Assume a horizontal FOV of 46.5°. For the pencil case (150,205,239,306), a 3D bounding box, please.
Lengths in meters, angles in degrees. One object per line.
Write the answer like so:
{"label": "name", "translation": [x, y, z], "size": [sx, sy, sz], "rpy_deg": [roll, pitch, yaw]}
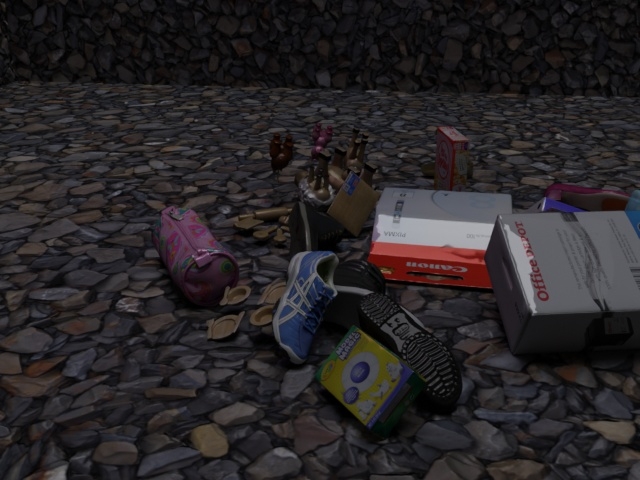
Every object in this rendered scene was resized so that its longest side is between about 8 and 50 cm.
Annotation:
{"label": "pencil case", "translation": [-0.258, 0.024, 1.496], "size": [0.124, 0.124, 0.284], "rpy_deg": [-9, 25, -22]}

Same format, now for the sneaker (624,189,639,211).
{"label": "sneaker", "translation": [0.868, -0.081, 1.739], "size": [0.365, 0.150, 0.135], "rpy_deg": [-10, 25, -24]}

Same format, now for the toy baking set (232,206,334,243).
{"label": "toy baking set", "translation": [-0.075, -0.035, 1.776], "size": [0.256, 0.030, 0.197], "rpy_deg": [-10, 27, -24]}

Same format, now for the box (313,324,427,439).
{"label": "box", "translation": [0.064, 0.199, 1.100], "size": [0.043, 0.105, 0.179], "rpy_deg": [41, -5, -35]}

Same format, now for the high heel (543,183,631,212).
{"label": "high heel", "translation": [0.694, -0.109, 1.901], "size": [0.243, 0.082, 0.117], "rpy_deg": [-2, 28, 29]}

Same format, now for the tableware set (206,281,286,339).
{"label": "tableware set", "translation": [-0.123, 0.119, 1.324], "size": [0.168, 0.020, 0.141], "rpy_deg": [-12, 29, 17]}

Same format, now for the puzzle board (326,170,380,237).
{"label": "puzzle board", "translation": [0.077, -0.085, 1.748], "size": [0.011, 0.096, 0.128], "rpy_deg": [-16, 40, 59]}

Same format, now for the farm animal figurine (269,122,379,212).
{"label": "farm animal figurine", "translation": [0.028, -0.161, 1.926], "size": [0.330, 0.172, 0.327], "rpy_deg": [-7, 35, -33]}

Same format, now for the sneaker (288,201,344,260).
{"label": "sneaker", "translation": [0.000, 0.000, 1.618], "size": [0.118, 0.083, 0.222], "rpy_deg": [20, 33, -18]}

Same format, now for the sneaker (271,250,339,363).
{"label": "sneaker", "translation": [-0.022, 0.103, 1.246], "size": [0.081, 0.080, 0.211], "rpy_deg": [-16, 52, 37]}

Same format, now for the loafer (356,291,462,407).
{"label": "loafer", "translation": [0.137, 0.175, 1.161], "size": [0.080, 0.078, 0.220], "rpy_deg": [-25, 56, -22]}

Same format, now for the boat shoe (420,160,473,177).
{"label": "boat shoe", "translation": [0.370, -0.201, 2.181], "size": [0.152, 0.048, 0.056], "rpy_deg": [-6, 34, 1]}

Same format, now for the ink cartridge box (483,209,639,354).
{"label": "ink cartridge box", "translation": [0.464, 0.069, 1.293], "size": [0.307, 0.129, 0.223], "rpy_deg": [-2, 49, -6]}

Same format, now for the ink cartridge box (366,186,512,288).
{"label": "ink cartridge box", "translation": [0.266, -0.017, 1.651], "size": [0.307, 0.091, 0.385], "rpy_deg": [5, 21, 11]}

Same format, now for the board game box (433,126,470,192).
{"label": "board game box", "translation": [0.336, -0.183, 1.923], "size": [0.045, 0.194, 0.147], "rpy_deg": [-2, 22, -7]}

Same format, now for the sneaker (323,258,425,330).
{"label": "sneaker", "translation": [0.094, 0.102, 1.329], "size": [0.295, 0.105, 0.146], "rpy_deg": [16, 31, 43]}

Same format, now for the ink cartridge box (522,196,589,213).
{"label": "ink cartridge box", "translation": [0.533, -0.028, 1.536], "size": [0.206, 0.045, 0.208], "rpy_deg": [18, -13, -3]}
